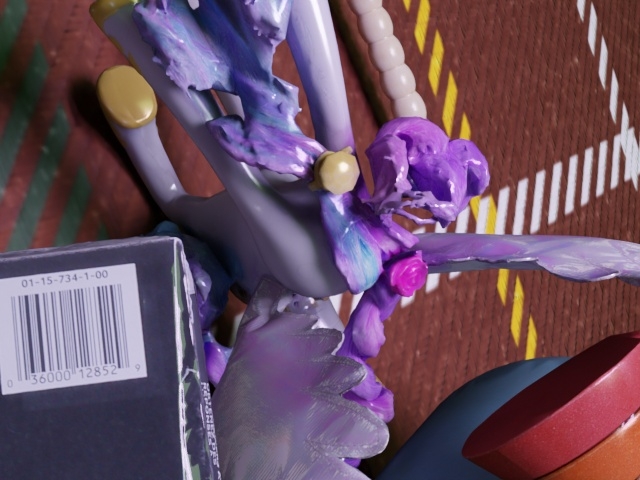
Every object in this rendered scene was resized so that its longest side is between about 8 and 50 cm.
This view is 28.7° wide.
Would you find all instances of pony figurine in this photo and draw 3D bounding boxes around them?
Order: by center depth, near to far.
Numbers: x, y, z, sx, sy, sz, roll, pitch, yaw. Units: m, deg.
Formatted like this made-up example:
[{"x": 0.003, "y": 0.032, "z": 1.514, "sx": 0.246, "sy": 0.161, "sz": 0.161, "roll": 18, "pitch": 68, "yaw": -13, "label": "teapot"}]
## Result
[{"x": 0.000, "y": 0.000, "z": 0.751, "sx": 0.303, "sy": 0.351, "sz": 0.363, "roll": -28, "pitch": 102, "yaw": -20, "label": "pony figurine"}]

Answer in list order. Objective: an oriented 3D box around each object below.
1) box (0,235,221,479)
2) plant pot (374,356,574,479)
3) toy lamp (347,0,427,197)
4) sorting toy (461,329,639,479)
[{"x": -0.169, "y": 0.098, "z": 0.540, "sx": 0.142, "sy": 0.247, "sz": 0.163, "roll": 108, "pitch": -26, "yaw": -79, "label": "box"}, {"x": 0.136, "y": 0.244, "z": 0.811, "sx": 0.235, "sy": 0.293, "sz": 0.293, "roll": -19, "pitch": 93, "yaw": -61, "label": "plant pot"}, {"x": 0.047, "y": -0.174, "z": 1.053, "sx": 0.080, "sy": 0.080, "sz": 0.274, "roll": -34, "pitch": 107, "yaw": -50, "label": "toy lamp"}, {"x": 0.065, "y": 0.197, "z": 0.633, "sx": 0.365, "sy": 0.127, "sz": 0.126, "roll": -37, "pitch": 89, "yaw": -18, "label": "sorting toy"}]
